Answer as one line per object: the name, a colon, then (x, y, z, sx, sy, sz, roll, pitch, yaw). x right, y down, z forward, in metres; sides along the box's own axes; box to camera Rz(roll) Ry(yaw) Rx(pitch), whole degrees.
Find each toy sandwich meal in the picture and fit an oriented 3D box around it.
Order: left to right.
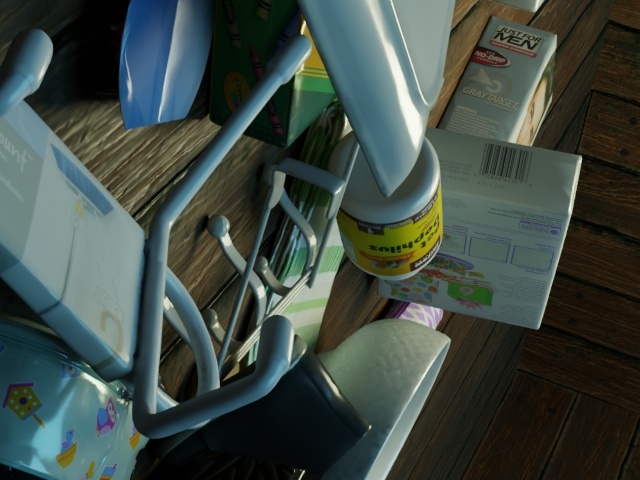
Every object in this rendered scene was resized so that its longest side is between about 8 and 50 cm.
toy sandwich meal: (-0.111, 0.150, 1.305, 0.085, 0.029, 0.086, 19, 90, -78)

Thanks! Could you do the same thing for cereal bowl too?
cereal bowl: (0.026, 0.240, 1.602, 0.339, 0.141, 0.339, -59, 170, -17)

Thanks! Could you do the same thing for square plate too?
square plate: (0.055, -0.262, 0.929, 0.347, 0.049, 0.344, 63, 35, -57)

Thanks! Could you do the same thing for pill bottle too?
pill bottle: (0.075, -0.033, 1.391, 0.215, 0.117, 0.117, 74, 39, -66)

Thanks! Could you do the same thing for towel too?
towel: (0.000, 0.000, 1.467, 0.248, 0.038, 0.325, -5, 114, -73)

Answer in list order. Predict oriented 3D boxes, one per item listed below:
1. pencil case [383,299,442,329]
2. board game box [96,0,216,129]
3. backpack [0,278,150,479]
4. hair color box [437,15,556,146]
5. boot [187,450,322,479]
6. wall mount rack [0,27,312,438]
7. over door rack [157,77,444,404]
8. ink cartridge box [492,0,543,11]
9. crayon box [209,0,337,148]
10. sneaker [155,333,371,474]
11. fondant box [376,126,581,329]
pencil case: (0.118, 0.140, 1.939, 0.206, 0.086, 0.088, -48, 125, -55)
board game box: (-0.121, -0.152, 0.916, 0.168, 0.033, 0.133, -33, 136, -72)
backpack: (-0.186, 0.084, 0.738, 0.188, 0.165, 0.144, 57, 52, -75)
hair color box: (0.247, -0.138, 1.965, 0.185, 0.113, 0.374, 77, 36, -61)
boot: (-0.074, 0.321, 1.352, 0.348, 0.131, 0.260, -51, 148, -62)
wall mount rack: (-0.108, -0.075, 0.682, 0.350, 0.130, 0.304, 52, 22, -35)
over door rack: (-0.041, -0.016, 1.142, 0.239, 0.108, 0.324, -49, 174, -50)
ink cartridge box: (0.296, -0.477, 1.701, 0.306, 0.131, 0.226, -51, 155, -45)
crayon box: (-0.015, -0.239, 1.062, 0.165, 0.081, 0.278, -51, 155, -48)
sneaker: (-0.060, 0.188, 1.199, 0.222, 0.118, 0.083, -36, -173, 39)
fondant box: (0.201, -0.012, 1.696, 0.330, 0.238, 0.096, 87, 17, -60)
